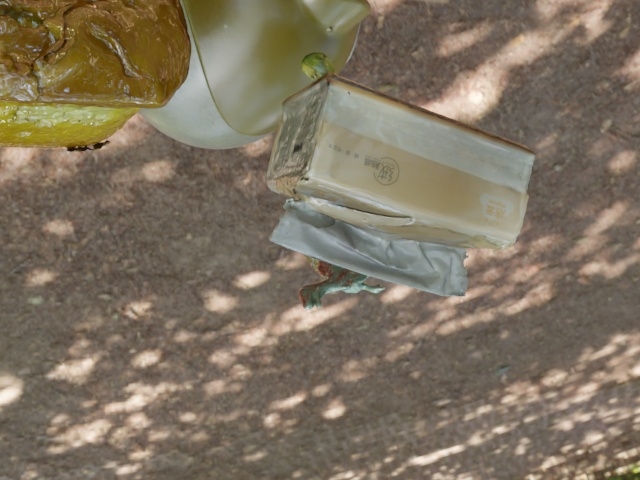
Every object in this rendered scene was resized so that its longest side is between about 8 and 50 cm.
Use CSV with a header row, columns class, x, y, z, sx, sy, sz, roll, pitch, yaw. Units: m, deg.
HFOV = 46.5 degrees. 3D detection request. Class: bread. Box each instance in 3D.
class,x,y,z,sx,sy,sz,roll,pitch,yaw
bread,-0.340,-0.280,0.828,0.398,0.398,0.215,15,144,-37

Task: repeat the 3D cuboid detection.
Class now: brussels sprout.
class,x,y,z,sx,sy,sz,roll,pitch,yaw
brussels sprout,-0.003,-0.232,1.091,0.051,0.083,0.046,-3,178,13

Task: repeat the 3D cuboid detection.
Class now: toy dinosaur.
class,x,y,z,sx,sy,sz,roll,pitch,yaw
toy dinosaur,0.027,0.031,1.137,0.167,0.242,0.053,-11,118,-12

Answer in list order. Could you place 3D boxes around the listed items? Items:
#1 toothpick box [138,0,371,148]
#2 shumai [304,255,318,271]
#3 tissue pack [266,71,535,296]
class,x,y,z,sx,sy,sz,roll,pitch,yaw
toothpick box,-0.135,-0.397,1.315,0.409,0.409,0.425,22,134,-41
shumai,-0.006,0.007,1.663,0.105,0.139,0.123,-27,106,16
tissue pack,0.089,-0.060,1.000,0.305,0.239,0.238,16,136,-19
